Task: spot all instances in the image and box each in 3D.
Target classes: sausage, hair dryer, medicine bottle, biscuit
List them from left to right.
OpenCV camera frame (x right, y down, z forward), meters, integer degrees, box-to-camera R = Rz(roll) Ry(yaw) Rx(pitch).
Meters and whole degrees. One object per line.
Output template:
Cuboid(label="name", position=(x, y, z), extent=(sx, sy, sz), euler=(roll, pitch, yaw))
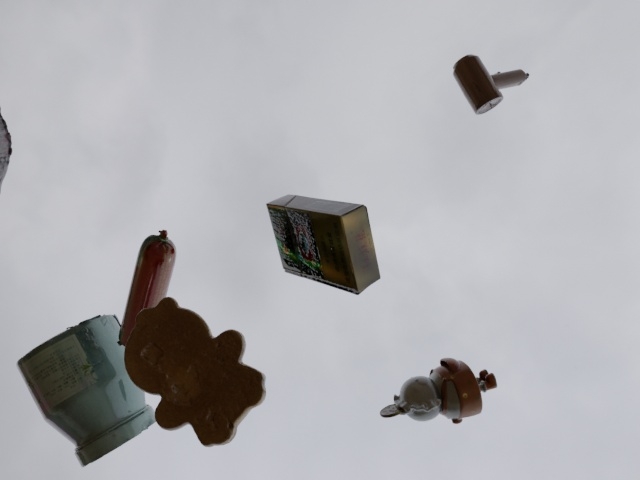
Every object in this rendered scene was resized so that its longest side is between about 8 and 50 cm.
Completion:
Cuboid(label="medicine bottle", position=(-0.541, 0.359, 1.245), extent=(0.245, 0.245, 0.290), euler=(-34, -96, 19))
Cuboid(label="sausage", position=(-0.327, 0.092, 0.988), extent=(0.083, 0.083, 0.263), euler=(41, -59, 34))
Cuboid(label="biscuit", position=(-0.207, 0.203, 0.819), extent=(0.249, 0.035, 0.184), euler=(36, -105, 11))
Cuboid(label="hair dryer", position=(0.370, -0.337, 1.089), extent=(0.117, 0.182, 0.064), euler=(65, -28, 13))

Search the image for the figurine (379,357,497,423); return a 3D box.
Cuboid(label="figurine", position=(0.268, 0.357, 1.174), extent=(0.271, 0.143, 0.143), euler=(-29, -122, -10))

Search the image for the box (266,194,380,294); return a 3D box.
Cuboid(label="box", position=(0.000, 0.000, 1.006), extent=(0.240, 0.071, 0.159), euler=(12, -56, 50))

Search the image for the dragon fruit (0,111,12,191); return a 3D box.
Cuboid(label="dragon fruit", position=(-0.578, -0.135, 0.677), extent=(0.204, 0.221, 0.283), euler=(-39, -109, 24))
